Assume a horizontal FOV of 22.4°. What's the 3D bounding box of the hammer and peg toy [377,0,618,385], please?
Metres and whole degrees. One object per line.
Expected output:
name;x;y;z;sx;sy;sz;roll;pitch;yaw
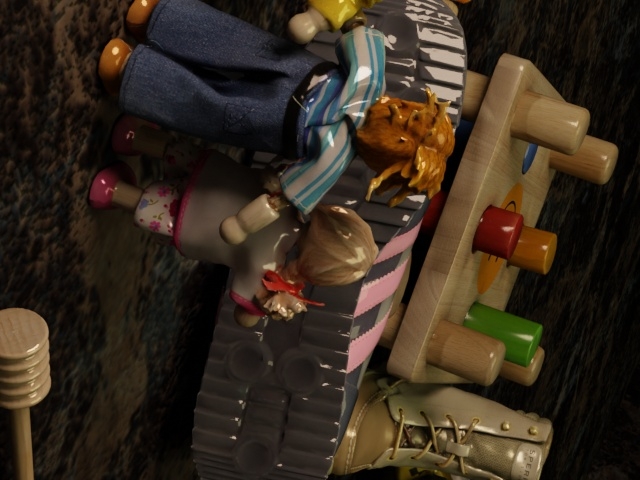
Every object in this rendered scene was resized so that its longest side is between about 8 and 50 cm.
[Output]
hammer and peg toy;0.122;-0.017;1.234;0.265;0.127;0.361;-70;162;0

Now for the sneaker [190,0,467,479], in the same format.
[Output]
sneaker;0.000;0.000;0.974;0.131;0.112;0.319;-61;172;-84

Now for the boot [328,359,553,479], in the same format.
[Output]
boot;0.096;0.159;1.283;0.213;0.165;0.077;-17;124;-70

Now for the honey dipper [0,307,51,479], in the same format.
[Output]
honey dipper;-0.139;0.097;0.755;0.030;0.030;0.160;-53;157;-42

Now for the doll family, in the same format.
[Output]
doll family;-0.006;-0.090;0.719;0.263;0.163;0.118;-69;162;-2

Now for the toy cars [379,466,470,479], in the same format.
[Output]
toy cars;0.108;0.270;1.557;0.393;0.087;0.176;51;21;-69
